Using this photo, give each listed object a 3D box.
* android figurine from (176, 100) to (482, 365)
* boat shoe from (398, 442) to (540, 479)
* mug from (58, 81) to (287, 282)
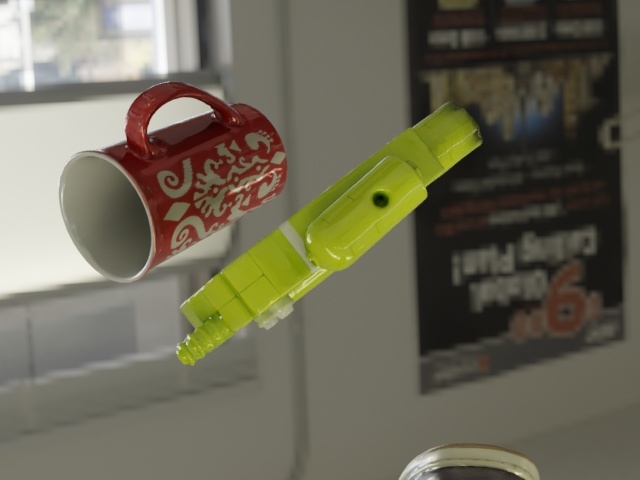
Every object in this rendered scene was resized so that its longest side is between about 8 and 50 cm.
[{"bbox_3d":[0.000,0.000,1.346,0.273,0.056,0.248,-39,180,-17],"label":"android figurine"},{"bbox_3d":[0.089,0.236,1.271,0.103,0.092,0.285,11,146,-6],"label":"boat shoe"},{"bbox_3d":[-0.107,-0.055,1.465,0.169,0.113,0.150,-26,165,-42],"label":"mug"}]
